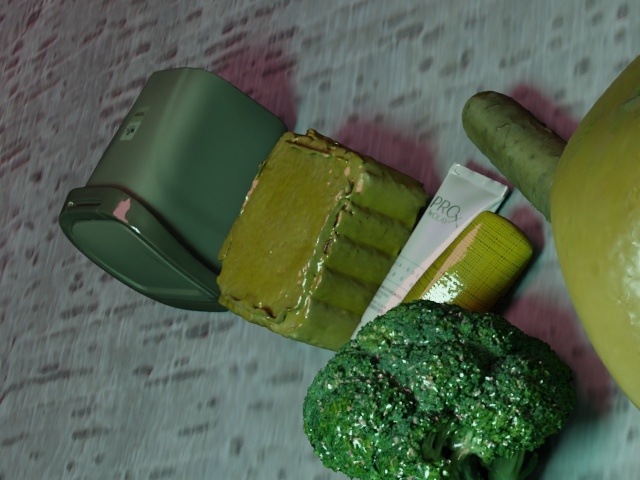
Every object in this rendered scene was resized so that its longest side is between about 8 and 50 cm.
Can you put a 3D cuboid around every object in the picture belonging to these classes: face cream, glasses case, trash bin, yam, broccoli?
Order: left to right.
[{"bbox_3d":[-0.177,-0.069,2.083,0.220,0.219,0.250,2,63,53],"label":"trash bin"},{"bbox_3d":[0.109,0.034,1.736,0.092,0.058,0.243,31,89,49],"label":"face cream"},{"bbox_3d":[0.108,0.174,1.510,0.269,0.261,0.241,-24,87,49],"label":"broccoli"},{"bbox_3d":[0.124,0.074,1.662,0.079,0.064,0.234,41,104,20],"label":"glasses case"},{"bbox_3d":[0.236,-0.049,1.588,0.083,0.083,0.371,-54,34,14],"label":"yam"}]

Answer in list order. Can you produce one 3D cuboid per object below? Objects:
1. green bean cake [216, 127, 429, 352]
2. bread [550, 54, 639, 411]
[{"bbox_3d":[0.000,0.000,1.842,0.224,0.131,0.229,24,91,60],"label":"green bean cake"},{"bbox_3d":[0.360,-0.063,1.243,0.376,0.253,0.348,-33,27,36],"label":"bread"}]
